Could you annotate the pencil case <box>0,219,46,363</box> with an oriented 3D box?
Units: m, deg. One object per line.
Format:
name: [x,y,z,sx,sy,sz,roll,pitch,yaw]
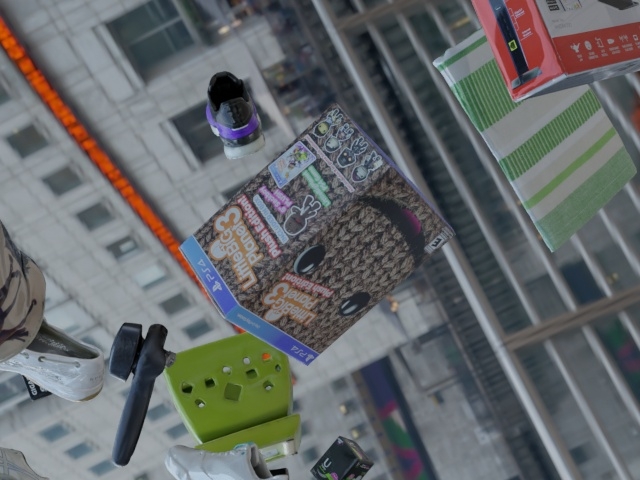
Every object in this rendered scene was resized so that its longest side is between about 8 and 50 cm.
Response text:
pencil case: [-0.438,-0.042,1.178,0.410,0.159,0.184,78,174,-47]

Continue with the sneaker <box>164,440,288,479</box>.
sneaker: [-0.123,0.313,1.469,0.212,0.094,0.080,21,-178,36]

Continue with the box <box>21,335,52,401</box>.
box: [-0.642,0.224,2.369,0.175,0.051,0.220,-125,17,-76]

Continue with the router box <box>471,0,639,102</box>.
router box: [0.301,-0.341,1.294,0.335,0.082,0.301,-19,-94,-41]

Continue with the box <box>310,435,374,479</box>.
box: [0.037,0.386,1.824,0.052,0.083,0.062,31,-168,-49]

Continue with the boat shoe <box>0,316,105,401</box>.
boat shoe: [-0.447,0.143,1.606,0.098,0.277,0.096,-66,-3,-57]

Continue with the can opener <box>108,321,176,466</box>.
can opener: [-0.221,0.185,1.297,0.059,0.073,0.186,-52,-25,-71]

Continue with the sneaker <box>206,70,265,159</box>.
sneaker: [-0.181,-0.278,2.155,0.293,0.102,0.146,-124,14,-63]

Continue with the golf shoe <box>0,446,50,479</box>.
golf shoe: [-0.445,0.306,1.448,0.176,0.069,0.086,39,-151,5]

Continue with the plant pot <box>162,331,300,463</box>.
plant pot: [-0.149,0.305,1.957,0.227,0.228,0.207,92,160,-67]

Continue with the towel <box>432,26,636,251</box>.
towel: [0.325,-0.180,1.587,0.325,0.248,0.038,57,146,-7]

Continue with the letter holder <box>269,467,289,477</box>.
letter holder: [-0.110,0.519,1.702,0.302,0.151,0.215,-113,15,-83]

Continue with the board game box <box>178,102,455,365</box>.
board game box: [0.000,0.000,1.468,0.141,0.291,0.232,53,-171,35]
